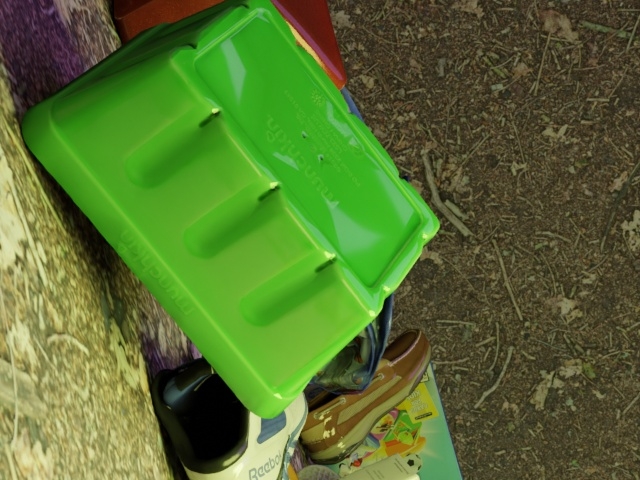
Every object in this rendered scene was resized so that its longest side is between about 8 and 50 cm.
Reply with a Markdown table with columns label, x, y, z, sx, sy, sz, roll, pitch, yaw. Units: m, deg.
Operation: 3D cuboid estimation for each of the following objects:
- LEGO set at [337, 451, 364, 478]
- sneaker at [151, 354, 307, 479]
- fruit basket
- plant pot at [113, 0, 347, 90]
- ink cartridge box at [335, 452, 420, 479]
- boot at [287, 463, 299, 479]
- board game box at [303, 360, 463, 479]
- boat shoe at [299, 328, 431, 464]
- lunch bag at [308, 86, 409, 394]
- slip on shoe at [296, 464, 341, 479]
| label | x | y | z | sx | sy | sz | roll | pitch | yaw |
| --- | --- | --- | --- | --- | --- | --- | --- | --- | --- |
| LEGO set | 0.047 | 0.454 | 1.916 | 0.244 | 0.060 | 0.183 | 25 | 74 | -78 |
| sneaker | -0.095 | 0.172 | 1.256 | 0.315 | 0.127 | 0.182 | -95 | 170 | -58 |
| fruit basket | -0.114 | -0.026 | 1.157 | 0.283 | 0.392 | 0.392 | -50 | 129 | -48 |
| plant pot | -0.151 | -0.314 | 1.614 | 0.236 | 0.267 | 0.267 | 51 | 19 | -42 |
| ink cartridge box | 0.047 | 0.400 | 1.554 | 0.086 | 0.203 | 0.148 | -143 | -148 | -70 |
| boot | -0.005 | 0.361 | 1.397 | 0.295 | 0.104 | 0.211 | -7 | 76 | -61 |
| board game box | 0.127 | 0.408 | 2.175 | 0.079 | 0.253 | 0.336 | 60 | 14 | -65 |
| boat shoe | 0.076 | 0.259 | 2.081 | 0.120 | 0.324 | 0.122 | 55 | -34 | -13 |
| lunch bag | 0.000 | 0.000 | 1.709 | 0.385 | 0.238 | 0.328 | 59 | 31 | -44 |
| slip on shoe | 0.023 | 0.498 | 1.716 | 0.101 | 0.123 | 0.331 | -42 | -115 | 60 |
